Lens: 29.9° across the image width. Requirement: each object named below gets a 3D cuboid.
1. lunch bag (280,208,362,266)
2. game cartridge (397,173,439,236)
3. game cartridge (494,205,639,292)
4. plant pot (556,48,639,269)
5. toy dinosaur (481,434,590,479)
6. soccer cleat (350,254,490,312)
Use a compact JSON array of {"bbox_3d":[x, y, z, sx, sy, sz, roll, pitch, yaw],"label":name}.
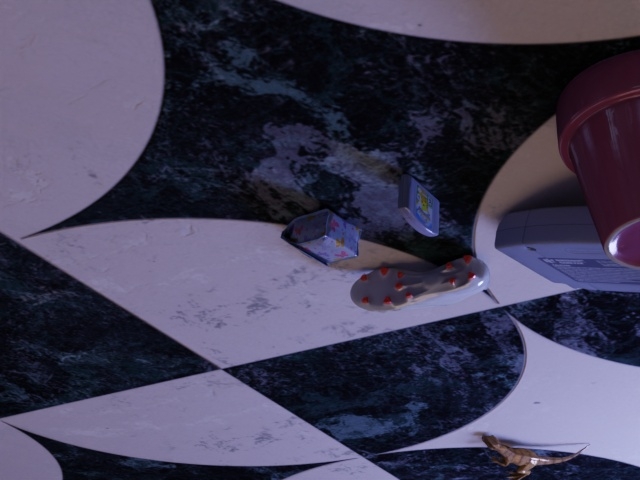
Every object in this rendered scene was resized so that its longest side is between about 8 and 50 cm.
[{"bbox_3d":[0.000,0.000,1.556,0.083,0.053,0.071,-13,148,40],"label":"lunch bag"},{"bbox_3d":[0.122,-0.040,1.476,0.017,0.056,0.083,-10,150,34],"label":"game cartridge"},{"bbox_3d":[0.373,0.013,1.478,0.294,0.060,0.196,1,165,46],"label":"game cartridge"},{"bbox_3d":[0.358,-0.076,1.278,0.201,0.180,0.201,0,150,0],"label":"plant pot"},{"bbox_3d":[0.397,0.419,2.281,0.212,0.064,0.112,12,148,-19],"label":"toy dinosaur"},{"bbox_3d":[0.140,0.069,1.662,0.196,0.068,0.076,-11,152,16],"label":"soccer cleat"}]
